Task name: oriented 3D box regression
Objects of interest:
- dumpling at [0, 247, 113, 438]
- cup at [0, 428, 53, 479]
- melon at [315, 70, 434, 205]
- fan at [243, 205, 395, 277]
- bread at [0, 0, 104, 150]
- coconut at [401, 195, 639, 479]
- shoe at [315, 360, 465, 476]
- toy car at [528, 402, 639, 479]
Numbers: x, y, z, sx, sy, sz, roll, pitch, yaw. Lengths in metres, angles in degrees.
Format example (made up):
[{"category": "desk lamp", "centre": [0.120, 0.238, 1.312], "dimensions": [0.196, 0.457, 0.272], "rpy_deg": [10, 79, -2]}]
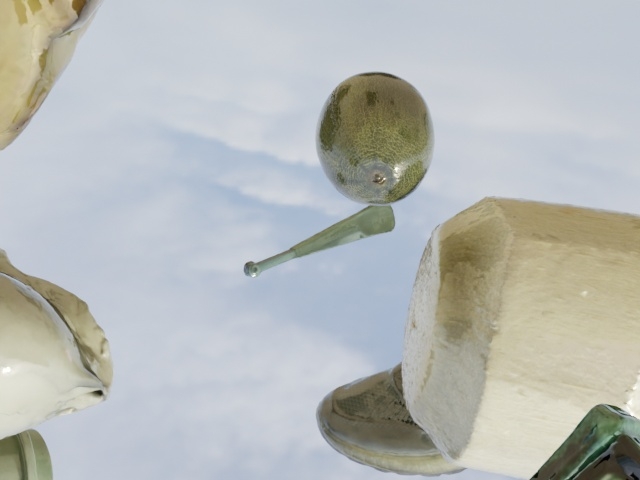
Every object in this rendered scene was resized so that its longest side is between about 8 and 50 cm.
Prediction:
[{"category": "dumpling", "centre": [-0.213, 0.057, 0.735], "dimensions": [0.188, 0.108, 0.127], "rpy_deg": [11, -136, -38]}, {"category": "cup", "centre": [-0.334, 0.231, 1.112], "dimensions": [0.141, 0.120, 0.120], "rpy_deg": [-2, -157, -35]}, {"category": "melon", "centre": [0.043, -0.084, 0.953], "dimensions": [0.098, 0.098, 0.130], "rpy_deg": [2, -142, -5]}, {"category": "fan", "centre": [0.000, 0.000, 1.287], "dimensions": [0.193, 0.038, 0.016], "rpy_deg": [-21, -165, -28]}, {"category": "bread", "centre": [-0.340, -0.264, 1.149], "dimensions": [0.253, 0.348, 0.376], "rpy_deg": [35, -151, -16]}, {"category": "coconut", "centre": [0.205, 0.084, 0.981], "dimensions": [0.266, 0.237, 0.237], "rpy_deg": [14, -157, -3]}, {"category": "shoe", "centre": [0.155, 0.126, 1.194], "dimensions": [0.337, 0.171, 0.132], "rpy_deg": [-7, -155, 4]}, {"category": "toy car", "centre": [0.177, 0.174, 0.587], "dimensions": [0.321, 0.141, 0.097], "rpy_deg": [30, -167, -50]}]
